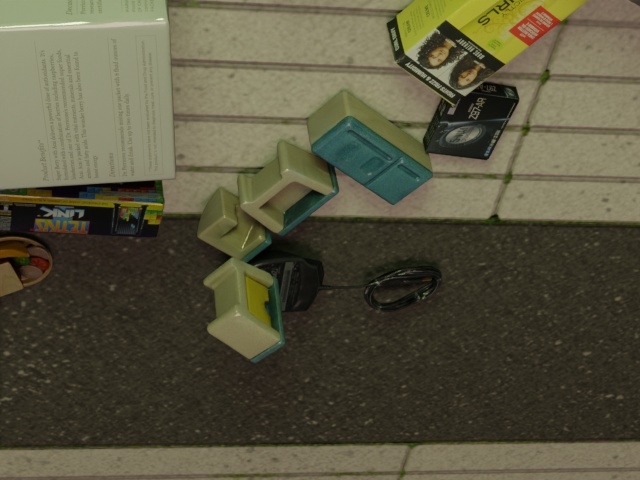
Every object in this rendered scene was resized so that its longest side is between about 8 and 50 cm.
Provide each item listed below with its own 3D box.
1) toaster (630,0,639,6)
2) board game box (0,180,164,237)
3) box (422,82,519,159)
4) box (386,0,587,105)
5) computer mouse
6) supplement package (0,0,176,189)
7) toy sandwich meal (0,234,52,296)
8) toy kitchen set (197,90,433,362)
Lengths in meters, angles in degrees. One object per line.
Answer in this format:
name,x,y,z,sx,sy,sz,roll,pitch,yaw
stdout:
toaster,0.264,-0.267,1.143,0.168,0.110,0.186,28,87,-34
board game box,-0.226,-0.071,1.306,0.170,0.141,0.048,3,136,-14
box,0.142,-0.114,1.420,0.067,0.018,0.083,6,137,-18
box,0.169,-0.217,1.278,0.232,0.058,0.087,-37,131,27
computer mouse,0.011,0.039,1.563,0.242,0.041,0.071,2,121,-20
supplement package,-0.265,-0.158,1.174,0.292,0.175,0.178,-3,140,-7
toy sandwich meal,-0.307,0.028,1.489,0.085,0.029,0.086,-5,139,-5
toy kitchen set,0.000,0.000,1.410,0.207,0.166,0.122,-37,132,28
